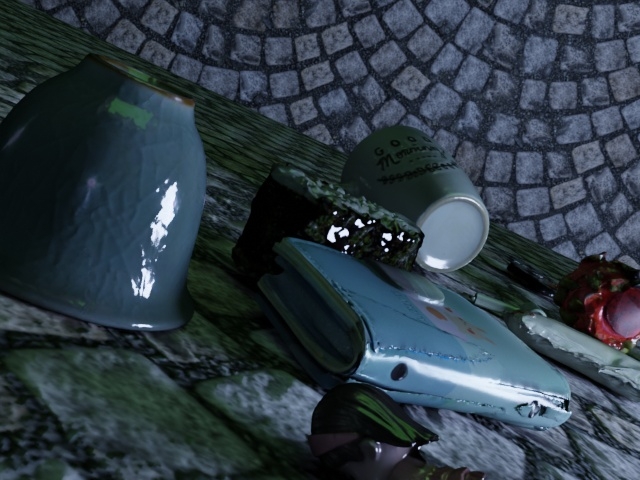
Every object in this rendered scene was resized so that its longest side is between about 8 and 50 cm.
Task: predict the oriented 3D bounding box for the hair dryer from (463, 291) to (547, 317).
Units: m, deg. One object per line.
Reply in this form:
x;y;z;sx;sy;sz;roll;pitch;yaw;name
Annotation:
0.267;0.099;1.259;0.124;0.038;0.063;19;7;7;hair dryer

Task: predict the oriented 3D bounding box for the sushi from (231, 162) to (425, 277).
0.000;0.000;0.854;0.147;0.115;0.212;35;12;33;sushi

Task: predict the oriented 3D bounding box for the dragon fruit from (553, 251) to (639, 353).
0.467;0.099;1.406;0.166;0.160;0.172;0;13;-6;dragon fruit

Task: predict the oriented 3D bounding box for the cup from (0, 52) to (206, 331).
-0.153;-0.047;0.610;0.199;0.150;0.199;25;9;-4;cup

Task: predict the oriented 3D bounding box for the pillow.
0.340;0.147;1.112;0.229;0.051;0.128;27;2;1;pillow

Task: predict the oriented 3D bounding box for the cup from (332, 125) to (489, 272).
0.121;-0.053;1.370;0.258;0.186;0.234;-9;29;-15;cup

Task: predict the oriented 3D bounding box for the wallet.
0.079;0.082;0.730;0.250;0.075;0.176;19;15;-36;wallet

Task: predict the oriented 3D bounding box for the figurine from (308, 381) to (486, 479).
0.051;0.125;0.488;0.129;0.054;0.072;30;7;17;figurine

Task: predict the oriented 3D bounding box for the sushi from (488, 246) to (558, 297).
0.435;0.081;1.774;0.139;0.031;0.201;17;16;-43;sushi
